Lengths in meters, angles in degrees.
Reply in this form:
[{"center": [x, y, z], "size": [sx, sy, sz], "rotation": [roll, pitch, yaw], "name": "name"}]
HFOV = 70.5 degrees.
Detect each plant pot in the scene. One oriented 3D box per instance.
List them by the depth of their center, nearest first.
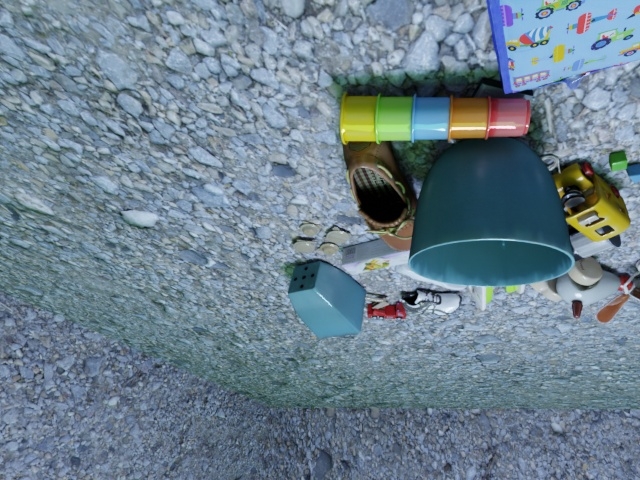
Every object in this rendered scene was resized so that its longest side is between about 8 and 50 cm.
[{"center": [0.325, -0.059, 0.891], "size": [0.293, 0.234, 0.293], "rotation": [5, 161, 2], "name": "plant pot"}, {"center": [0.011, 0.182, 1.454], "size": [0.166, 0.165, 0.234], "rotation": [-15, 136, 32], "name": "plant pot"}]

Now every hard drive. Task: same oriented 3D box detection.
[{"center": [0.311, -0.232, 0.839], "size": [0.094, 0.022, 0.135], "rotation": [10, 149, -6], "name": "hard drive"}]

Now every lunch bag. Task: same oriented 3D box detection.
[{"center": [0.356, -0.308, 0.626], "size": [0.221, 0.138, 0.293], "rotation": [-11, 153, 24], "name": "lunch bag"}]

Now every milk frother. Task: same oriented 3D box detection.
[{"center": [0.611, 0.018, 1.071], "size": [0.129, 0.143, 0.135], "rotation": [27, 143, -22], "name": "milk frother"}]

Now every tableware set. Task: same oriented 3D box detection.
[{"center": [0.000, 0.000, 1.290], "size": [0.141, 0.020, 0.168], "rotation": [12, 147, -11], "name": "tableware set"}]

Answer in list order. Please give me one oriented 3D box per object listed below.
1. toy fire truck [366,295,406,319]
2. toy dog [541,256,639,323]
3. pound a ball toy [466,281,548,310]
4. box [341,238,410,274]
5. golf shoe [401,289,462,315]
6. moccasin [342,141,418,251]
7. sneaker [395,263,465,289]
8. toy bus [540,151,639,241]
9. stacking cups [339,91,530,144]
[{"center": [0.208, 0.229, 1.593], "size": [0.192, 0.047, 0.135], "rotation": [1, 147, 9], "name": "toy fire truck"}, {"center": [0.786, 0.154, 1.237], "size": [0.334, 0.160, 0.220], "rotation": [0, 148, 12], "name": "toy dog"}, {"center": [0.485, 0.050, 1.194], "size": [0.208, 0.135, 0.319], "rotation": [-25, 143, 4], "name": "pound a ball toy"}, {"center": [0.209, 0.027, 1.245], "size": [0.324, 0.067, 0.063], "rotation": [-16, 142, 32], "name": "box"}, {"center": [0.361, 0.202, 1.489], "size": [0.198, 0.077, 0.094], "rotation": [-13, 143, 28], "name": "golf shoe"}, {"center": [0.147, -0.078, 1.006], "size": [0.139, 0.146, 0.380], "rotation": [-3, 147, 17], "name": "moccasin"}, {"center": [0.325, 0.095, 1.339], "size": [0.212, 0.080, 0.094], "rotation": [19, 159, -5], "name": "sneaker"}, {"center": [0.552, -0.078, 0.947], "size": [0.202, 0.104, 0.190], "rotation": [-1, 143, 12], "name": "toy bus"}, {"center": [0.198, -0.214, 0.809], "size": [0.317, 0.095, 0.096], "rotation": [4, 149, 11], "name": "stacking cups"}]
